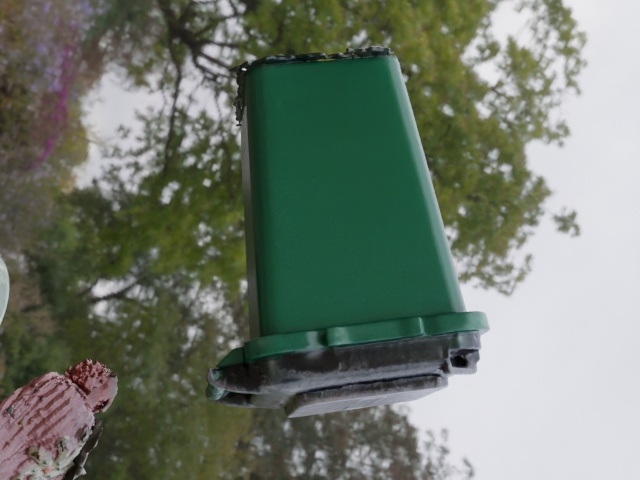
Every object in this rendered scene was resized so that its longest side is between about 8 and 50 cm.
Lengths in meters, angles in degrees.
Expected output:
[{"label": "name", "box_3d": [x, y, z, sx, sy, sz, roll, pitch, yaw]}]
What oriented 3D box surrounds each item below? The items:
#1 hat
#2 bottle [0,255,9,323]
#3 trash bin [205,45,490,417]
[{"label": "hat", "box_3d": [-0.422, 0.300, 1.432, 0.286, 0.107, 0.237, -47, 143, -35]}, {"label": "bottle", "box_3d": [-0.659, 0.060, 1.331, 0.229, 0.351, 0.229, -17, -120, 32]}, {"label": "trash bin", "box_3d": [0.000, 0.000, 1.049, 0.259, 0.295, 0.381, 113, -30, -72]}]
